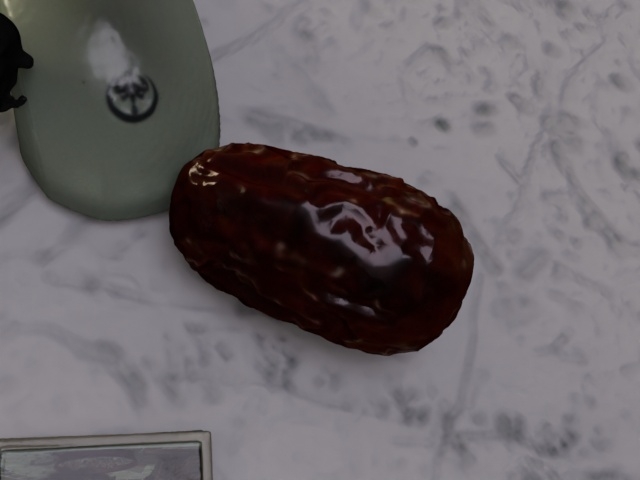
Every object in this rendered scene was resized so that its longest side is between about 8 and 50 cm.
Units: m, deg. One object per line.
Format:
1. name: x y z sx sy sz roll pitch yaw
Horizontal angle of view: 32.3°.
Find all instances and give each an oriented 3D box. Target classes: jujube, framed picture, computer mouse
1. jujube: 0.000 0.000 0.461 0.129 0.077 0.077 23 67 -5
2. framed picture: -0.086 0.108 0.434 0.089 0.006 0.066 1 72 -17
3. computer mouse: -0.096 -0.101 0.475 0.089 0.056 0.181 -12 76 -25

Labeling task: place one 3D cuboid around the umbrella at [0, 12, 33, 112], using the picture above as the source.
1. umbrella: -0.266 -0.117 0.409 0.326 0.094 0.090 25 28 -5
